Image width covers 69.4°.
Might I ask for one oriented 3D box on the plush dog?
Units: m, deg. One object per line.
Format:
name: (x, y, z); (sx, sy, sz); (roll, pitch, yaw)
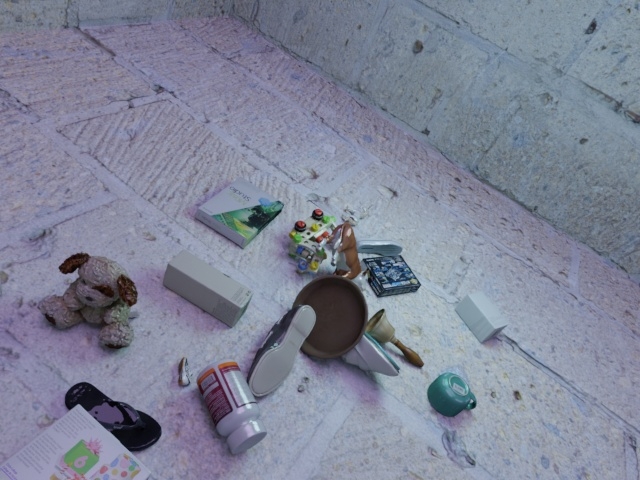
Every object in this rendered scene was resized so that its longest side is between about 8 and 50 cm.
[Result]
plush dog: (-0.595, 0.139, 1.268); (0.262, 0.226, 0.211); (25, 38, -3)

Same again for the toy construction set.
toy construction set: (0.000, 0.000, 1.840); (0.215, 0.151, 0.327); (42, 40, 18)

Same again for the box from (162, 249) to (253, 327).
box: (-0.362, 0.154, 1.486); (0.275, 0.113, 0.094); (32, 38, 3)

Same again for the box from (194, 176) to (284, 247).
box: (-0.317, -0.122, 1.866); (0.232, 0.059, 0.322); (31, 39, 5)

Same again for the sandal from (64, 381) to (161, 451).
sandal: (-0.510, 0.430, 1.128); (0.254, 0.055, 0.097); (28, 38, 0)

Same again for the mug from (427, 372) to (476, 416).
mug: (0.455, 0.515, 1.573); (0.157, 0.097, 0.130); (-1, 46, -31)

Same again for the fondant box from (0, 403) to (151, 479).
fondant box: (-0.559, 0.541, 0.943); (0.238, 0.096, 0.330); (36, 40, 11)

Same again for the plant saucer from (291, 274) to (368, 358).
plant saucer: (0.030, 0.252, 1.530); (0.278, 0.277, 0.041); (54, 6, 30)

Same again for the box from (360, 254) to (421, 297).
box: (0.291, 0.144, 1.932); (0.220, 0.051, 0.175); (-4, 48, -34)

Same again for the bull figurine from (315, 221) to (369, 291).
bull figurine: (0.090, 0.085, 1.747); (0.101, 0.311, 0.188); (10, 38, 39)

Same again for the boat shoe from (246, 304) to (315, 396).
boat shoe: (-0.130, 0.337, 1.431); (0.112, 0.095, 0.335); (53, 51, -19)

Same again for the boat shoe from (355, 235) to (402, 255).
boat shoe: (0.256, 0.012, 2.034); (0.226, 0.083, 0.076); (7, 43, -23)

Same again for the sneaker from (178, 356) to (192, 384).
sneaker: (-0.379, 0.370, 1.301); (0.036, 0.032, 0.083); (20, 42, -32)

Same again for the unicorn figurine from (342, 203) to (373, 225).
unicorn figurine: (0.166, -0.122, 2.163); (0.111, 0.060, 0.162); (27, 54, -2)

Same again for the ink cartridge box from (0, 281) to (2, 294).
ink cartridge box: (-0.972, 0.085, 1.218); (0.203, 0.086, 0.148); (-11, 52, -38)

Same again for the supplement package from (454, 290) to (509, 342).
supplement package: (0.669, 0.314, 1.922); (0.105, 0.105, 0.179); (-7, 50, -36)

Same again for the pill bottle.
pill bottle: (-0.236, 0.438, 1.230); (0.121, 0.121, 0.221); (-10, 52, -38)

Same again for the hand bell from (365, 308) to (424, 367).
hand bell: (0.274, 0.371, 1.650); (0.242, 0.126, 0.126); (42, 38, -2)

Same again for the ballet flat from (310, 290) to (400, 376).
ballet flat: (0.094, 0.331, 1.560); (0.139, 0.139, 0.400); (-16, 52, -41)
